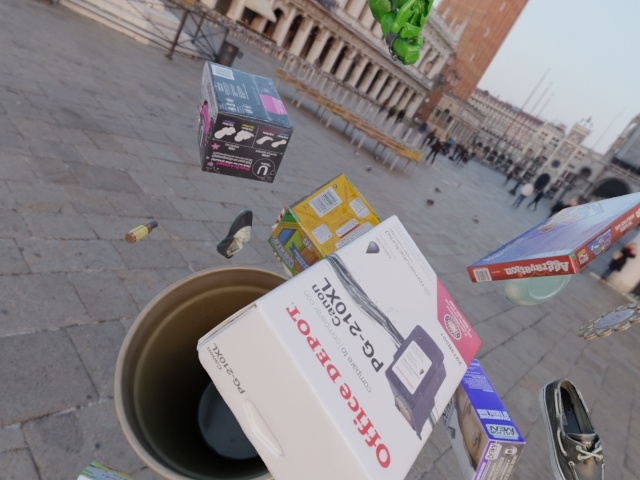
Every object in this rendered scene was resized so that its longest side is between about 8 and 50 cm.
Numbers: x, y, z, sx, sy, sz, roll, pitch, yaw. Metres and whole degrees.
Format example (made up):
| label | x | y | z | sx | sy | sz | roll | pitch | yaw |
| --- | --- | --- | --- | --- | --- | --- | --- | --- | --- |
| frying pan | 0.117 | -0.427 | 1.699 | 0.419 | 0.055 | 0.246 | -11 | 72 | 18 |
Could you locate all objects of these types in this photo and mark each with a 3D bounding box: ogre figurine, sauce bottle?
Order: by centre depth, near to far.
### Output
| label | x | y | z | sx | sy | sz | roll | pitch | yaw |
| --- | --- | --- | --- | --- | --- | --- | --- | --- | --- |
| ogre figurine | 0.088 | -0.327 | 0.526 | 0.197 | 0.096 | 0.118 | 53 | 8 | -42 |
| sauce bottle | -0.599 | -0.032 | 1.472 | 0.042 | 0.042 | 0.128 | 33 | 33 | 8 |

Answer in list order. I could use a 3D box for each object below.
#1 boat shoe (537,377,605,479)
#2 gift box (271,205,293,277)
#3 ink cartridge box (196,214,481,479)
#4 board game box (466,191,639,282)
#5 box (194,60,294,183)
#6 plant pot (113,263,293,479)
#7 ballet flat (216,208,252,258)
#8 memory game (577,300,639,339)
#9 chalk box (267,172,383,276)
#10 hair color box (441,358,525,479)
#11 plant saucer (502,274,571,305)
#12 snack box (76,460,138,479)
| label | x | y | z | sx | sy | sz | roll | pitch | yaw |
| --- | --- | --- | --- | --- | --- | --- | --- | --- | --- |
| boat shoe | 0.439 | 0.352 | 0.751 | 0.077 | 0.070 | 0.220 | -3 | 59 | -6 |
| gift box | -0.014 | -0.012 | 1.630 | 0.258 | 0.277 | 0.255 | 11 | 30 | 43 |
| ink cartridge box | 0.035 | 0.098 | 0.413 | 0.237 | 0.100 | 0.172 | -29 | 84 | -50 |
| board game box | 0.349 | -0.009 | 0.616 | 0.281 | 0.145 | 0.027 | -23 | 95 | -32 |
| box | -0.179 | -0.258 | 0.950 | 0.163 | 0.142 | 0.247 | 6 | 39 | -26 |
| plant pot | -0.136 | 0.245 | 0.725 | 0.322 | 0.280 | 0.323 | 3 | 55 | -4 |
| ballet flat | -0.250 | -0.011 | 1.327 | 0.074 | 0.203 | 0.074 | 25 | 40 | -23 |
| memory game | 0.728 | 0.197 | 1.080 | 0.012 | 0.186 | 0.186 | 61 | 27 | 9 |
| chalk box | 0.000 | 0.000 | 1.096 | 0.180 | 0.289 | 0.179 | -35 | 85 | -26 |
| hair color box | 0.446 | 0.519 | 1.273 | 0.110 | 0.185 | 0.339 | 7 | 21 | -7 |
| plant saucer | 0.538 | 0.089 | 1.057 | 0.194 | 0.195 | 0.037 | 21 | 21 | -22 |
| snack box | -0.320 | 0.410 | 0.703 | 0.141 | 0.037 | 0.100 | 29 | -19 | -7 |
